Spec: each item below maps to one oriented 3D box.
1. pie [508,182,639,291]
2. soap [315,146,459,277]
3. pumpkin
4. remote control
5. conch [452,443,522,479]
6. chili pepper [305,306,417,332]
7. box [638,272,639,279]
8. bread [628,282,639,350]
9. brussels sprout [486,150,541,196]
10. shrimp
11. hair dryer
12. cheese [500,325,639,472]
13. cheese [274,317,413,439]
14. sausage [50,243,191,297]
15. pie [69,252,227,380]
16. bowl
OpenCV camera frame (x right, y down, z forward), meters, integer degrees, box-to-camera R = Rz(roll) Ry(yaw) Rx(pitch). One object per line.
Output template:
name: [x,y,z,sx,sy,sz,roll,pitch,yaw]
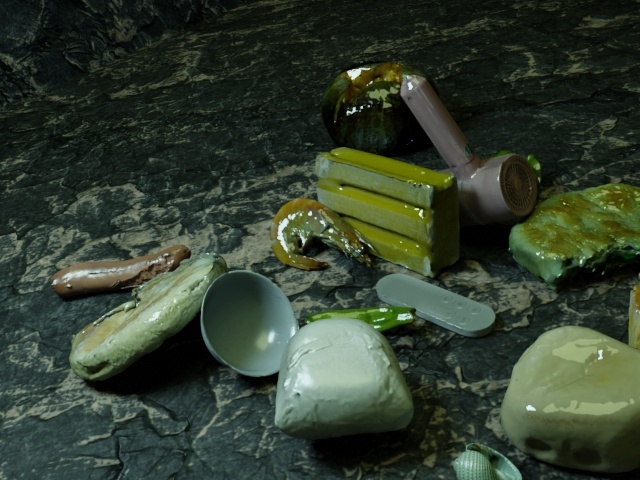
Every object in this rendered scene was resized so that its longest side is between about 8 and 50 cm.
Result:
pie: [0.535,-0.013,1.360,0.371,0.078,0.297,-3,33,11]
soap: [0.128,-0.067,1.461,0.091,0.199,0.314,-26,32,-35]
pumpkin: [0.154,-0.342,1.892,0.320,0.192,0.320,-10,30,6]
remote control: [0.201,0.113,1.311,0.245,0.022,0.077,22,43,41]
conch: [0.216,0.308,0.967,0.085,0.057,0.076,31,25,9]
chili pepper: [0.072,0.140,1.284,0.201,0.050,0.052,-6,48,12]
box: [0.582,0.077,1.200,0.048,0.025,0.115,-45,63,-5]
bread: [0.593,0.124,1.048,0.288,0.156,0.204,-4,34,8]
brussels sprout: [0.402,-0.129,1.574,0.139,0.101,0.181,32,32,28]
shrimp: [0.000,0.000,1.496,0.248,0.068,0.150,22,82,29]
hair dryer: [0.241,-0.174,1.409,0.210,0.352,0.125,-9,36,49]
cheese: [0.361,0.209,1.009,0.235,0.117,0.218,-13,34,8]
cheese: [0.031,0.205,1.090,0.197,0.154,0.189,-5,50,1]
sausage: [-0.415,0.067,1.531,0.304,0.078,0.078,-10,32,5]
pie: [-0.305,0.131,1.332,0.337,0.075,0.337,-29,17,10]
bowl: [-0.137,0.154,1.261,0.086,0.189,0.189,-36,7,47]
